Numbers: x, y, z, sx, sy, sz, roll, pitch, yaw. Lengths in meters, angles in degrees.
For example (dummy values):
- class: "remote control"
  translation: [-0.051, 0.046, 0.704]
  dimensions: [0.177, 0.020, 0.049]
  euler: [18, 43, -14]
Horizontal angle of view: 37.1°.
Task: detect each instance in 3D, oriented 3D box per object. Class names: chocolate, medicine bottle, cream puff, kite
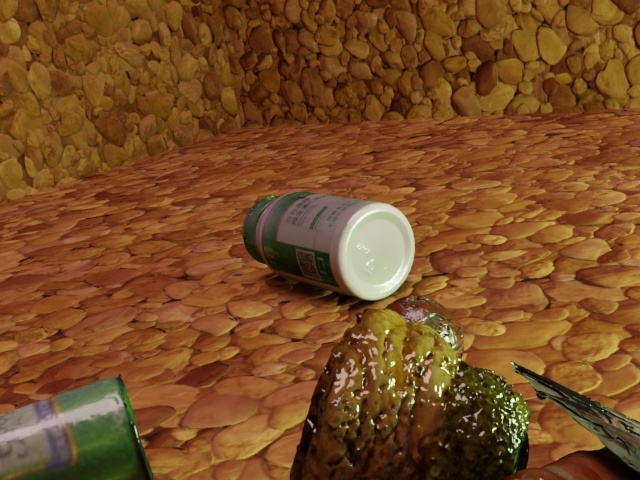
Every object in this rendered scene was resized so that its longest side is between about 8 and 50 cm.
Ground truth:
- class: "chocolate"
  translation: [-0.303, 0.209, 0.845]
  dimensions: [0.291, 0.110, 0.110]
  euler: [-16, 16, -14]
- class: "medicine bottle"
  translation: [0.000, 0.000, 1.353]
  dimensions: [0.133, 0.133, 0.274]
  euler: [-19, 17, -32]
- class: "cream puff"
  translation: [0.079, 0.158, 0.719]
  dimensions: [0.169, 0.183, 0.183]
  euler: [18, 22, 12]
- class: "kite"
  translation: [0.233, 0.170, 0.564]
  dimensions: [0.314, 0.011, 0.335]
  euler: [9, 23, -43]

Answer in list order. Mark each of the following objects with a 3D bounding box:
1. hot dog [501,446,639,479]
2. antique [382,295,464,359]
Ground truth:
- class: "hot dog"
  translation: [0.164, 0.193, 0.588]
  dimensions: [0.261, 0.093, 0.123]
  euler: [1, 22, -44]
- class: "antique"
  translation: [0.096, 0.104, 0.968]
  dimensions: [0.104, 0.104, 0.104]
  euler: [-9, 15, 2]
